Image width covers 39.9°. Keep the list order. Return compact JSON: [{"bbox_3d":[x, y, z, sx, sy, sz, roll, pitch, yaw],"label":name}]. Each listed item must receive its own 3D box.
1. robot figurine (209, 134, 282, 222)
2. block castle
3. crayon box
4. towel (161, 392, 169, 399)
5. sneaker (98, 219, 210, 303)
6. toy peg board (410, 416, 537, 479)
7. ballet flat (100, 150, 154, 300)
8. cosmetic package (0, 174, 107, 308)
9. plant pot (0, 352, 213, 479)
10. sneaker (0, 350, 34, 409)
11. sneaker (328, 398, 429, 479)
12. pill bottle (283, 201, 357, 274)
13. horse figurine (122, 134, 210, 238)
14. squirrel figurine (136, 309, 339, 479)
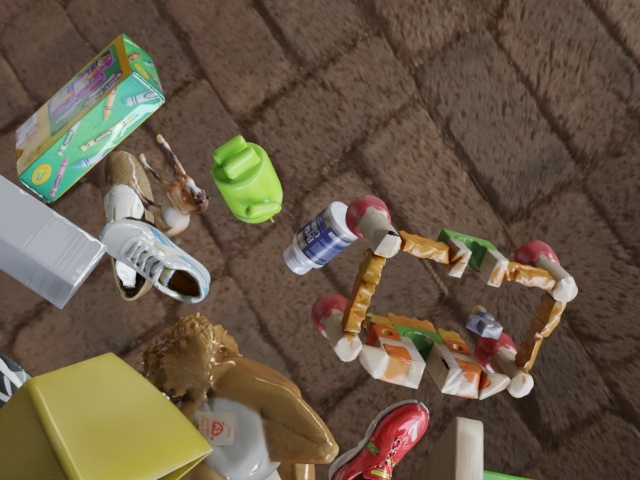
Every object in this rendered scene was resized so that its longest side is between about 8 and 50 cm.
[{"bbox_3d":[-0.083,-0.066,1.016,0.067,0.115,0.101,-37,53,-11],"label":"robot figurine"},{"bbox_3d":[0.233,0.112,1.721,0.453,0.213,0.303,14,108,-17],"label":"block castle"},{"bbox_3d":[-0.407,-0.215,1.538,0.278,0.081,0.165,-39,39,11],"label":"crayon box"},{"bbox_3d":[-0.377,0.386,1.373,0.248,0.038,0.325,3,67,19],"label":"towel"},{"bbox_3d":[-0.305,0.037,1.642,0.228,0.092,0.087,30,100,-14],"label":"sneaker"},{"bbox_3d":[0.080,0.205,0.455,0.079,0.161,0.161,13,50,-4],"label":"toy peg board"},{"bbox_3d":[-0.426,-0.019,1.939,0.116,0.124,0.342,0,111,-3],"label":"ballet flat"},{"bbox_3d":[-0.494,-0.002,1.474,0.238,0.127,0.107,39,57,-9],"label":"cosmetic package"},{"bbox_3d":[-0.310,0.271,1.138,0.212,0.212,0.187,-43,74,33],"label":"plant pot"},{"bbox_3d":[-0.557,0.284,1.538,0.330,0.122,0.146,34,72,13],"label":"sneaker"},{"bbox_3d":[0.130,0.449,1.808,0.107,0.118,0.279,35,104,-19],"label":"sneaker"},{"bbox_3d":[0.000,0.000,1.907,0.169,0.094,0.094,-40,80,29],"label":"pill bottle"},{"bbox_3d":[-0.297,-0.076,1.699,0.174,0.066,0.263,49,138,9],"label":"horse figurine"},{"bbox_3d":[-0.156,0.312,1.602,0.281,0.370,0.397,-38,76,0],"label":"squirrel figurine"}]
